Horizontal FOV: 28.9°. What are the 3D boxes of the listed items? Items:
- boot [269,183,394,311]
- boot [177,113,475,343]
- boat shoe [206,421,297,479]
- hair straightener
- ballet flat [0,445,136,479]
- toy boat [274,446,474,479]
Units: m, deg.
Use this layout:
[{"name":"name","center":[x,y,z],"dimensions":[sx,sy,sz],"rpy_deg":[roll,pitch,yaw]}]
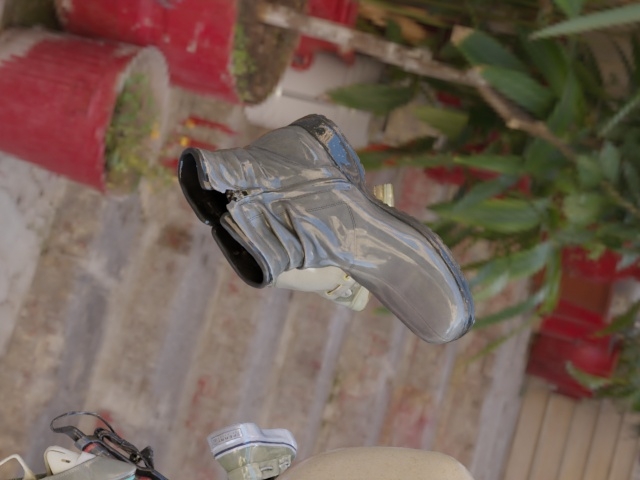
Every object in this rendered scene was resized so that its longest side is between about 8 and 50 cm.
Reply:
[{"name":"boot","center":[0.000,0.000,1.544],"dimensions":[0.213,0.165,0.077],"rpy_deg":[108,-8,-48]},{"name":"boot","center":[-0.002,0.010,1.007],"dimensions":[0.161,0.246,0.083],"rpy_deg":[-26,160,-44]},{"name":"boat shoe","center":[-0.103,0.348,1.930],"dimensions":[0.302,0.109,0.094],"rpy_deg":[40,32,-71]},{"name":"hair straightener","center":[-0.247,0.292,1.596],"dimensions":[0.047,0.230,0.089],"rpy_deg":[-53,-173,15]},{"name":"ballet flat","center":[-0.318,0.269,1.405],"dimensions":[0.072,0.213,0.068],"rpy_deg":[158,-85,-87]},{"name":"toy boat","center":[0.058,0.359,1.302],"dimensions":[0.318,0.267,0.148],"rpy_deg":[-100,-166,-51]}]
